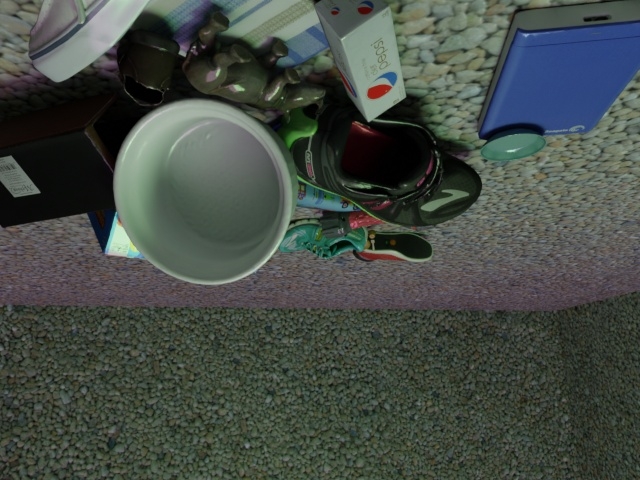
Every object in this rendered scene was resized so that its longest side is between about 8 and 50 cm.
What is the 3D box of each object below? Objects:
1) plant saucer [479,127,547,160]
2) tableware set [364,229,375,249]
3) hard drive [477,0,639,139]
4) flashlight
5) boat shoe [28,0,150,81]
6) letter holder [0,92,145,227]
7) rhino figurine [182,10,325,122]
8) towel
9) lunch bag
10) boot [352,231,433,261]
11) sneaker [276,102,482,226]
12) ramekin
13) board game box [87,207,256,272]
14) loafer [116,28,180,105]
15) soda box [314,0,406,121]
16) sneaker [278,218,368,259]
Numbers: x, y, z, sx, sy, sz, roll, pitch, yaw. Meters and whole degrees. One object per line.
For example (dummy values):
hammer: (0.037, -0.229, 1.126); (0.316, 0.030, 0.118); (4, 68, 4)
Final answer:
plant saucer: (0.360, -0.182, 1.021); (0.119, 0.021, 0.119); (-1, 164, 0)
tableware set: (0.092, -0.012, 1.665); (0.154, 0.024, 0.104); (-1, 134, 7)
hard drive: (0.387, -0.258, 0.880); (0.210, 0.040, 0.318); (-4, 164, 6)
flashlight: (0.147, -0.058, 1.428); (0.304, 0.103, 0.103); (-9, 163, 22)
boat shoe: (-0.201, -0.297, 0.491); (0.367, 0.136, 0.156); (-26, 131, 34)
letter holder: (-0.441, -0.165, 0.964); (0.302, 0.214, 0.152); (-7, 131, 20)
rhino figurine: (-0.083, -0.227, 0.770); (0.106, 0.073, 0.243); (-24, 157, 38)
towel: (-0.123, -0.296, 0.708); (0.209, 0.034, 0.285); (-16, 160, 35)
lunch bag: (-0.090, -0.126, 1.161); (0.221, 0.138, 0.293); (9, 170, -42)
boot: (0.236, 0.035, 1.799); (0.244, 0.088, 0.176); (8, 163, -6)
sneaker: (0.146, -0.120, 1.005); (0.483, 0.185, 0.202); (10, -174, -37)
ramekin: (-0.167, -0.081, 0.860); (0.277, 0.277, 0.135); (-5, -168, 10)
board game box: (-0.306, -0.055, 1.114); (0.302, 0.086, 0.308); (10, -161, -35)
loafer: (-0.251, -0.228, 0.760); (0.080, 0.078, 0.220); (13, 179, -20)
soda box: (0.062, -0.256, 0.757); (0.074, 0.069, 0.216); (-34, 159, 3)
sneaker: (0.000, 0.000, 1.580); (0.275, 0.110, 0.107); (-8, 148, 15)
